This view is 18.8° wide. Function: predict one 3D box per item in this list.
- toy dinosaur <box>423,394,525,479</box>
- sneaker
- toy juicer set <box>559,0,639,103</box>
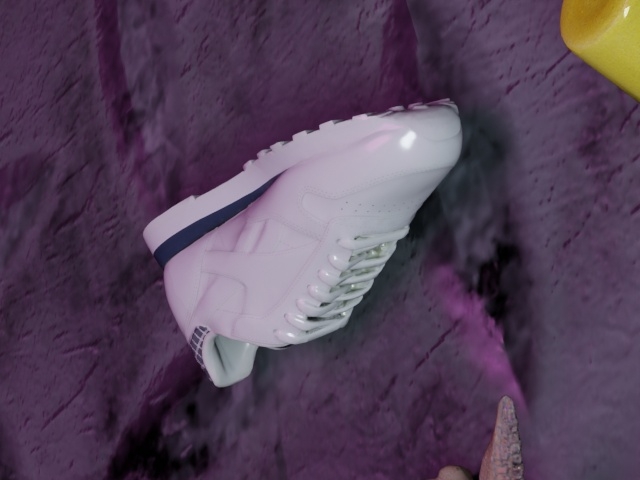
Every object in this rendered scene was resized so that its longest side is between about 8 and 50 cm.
[{"bbox_3d":[0.042,0.216,0.837,0.296,0.127,0.200,-52,49,15],"label":"toy dinosaur"},{"bbox_3d":[0.000,0.000,0.991,0.235,0.090,0.095,-32,69,51],"label":"sneaker"},{"bbox_3d":[0.229,-0.162,0.706,0.329,0.089,0.209,-10,60,62],"label":"toy juicer set"}]
